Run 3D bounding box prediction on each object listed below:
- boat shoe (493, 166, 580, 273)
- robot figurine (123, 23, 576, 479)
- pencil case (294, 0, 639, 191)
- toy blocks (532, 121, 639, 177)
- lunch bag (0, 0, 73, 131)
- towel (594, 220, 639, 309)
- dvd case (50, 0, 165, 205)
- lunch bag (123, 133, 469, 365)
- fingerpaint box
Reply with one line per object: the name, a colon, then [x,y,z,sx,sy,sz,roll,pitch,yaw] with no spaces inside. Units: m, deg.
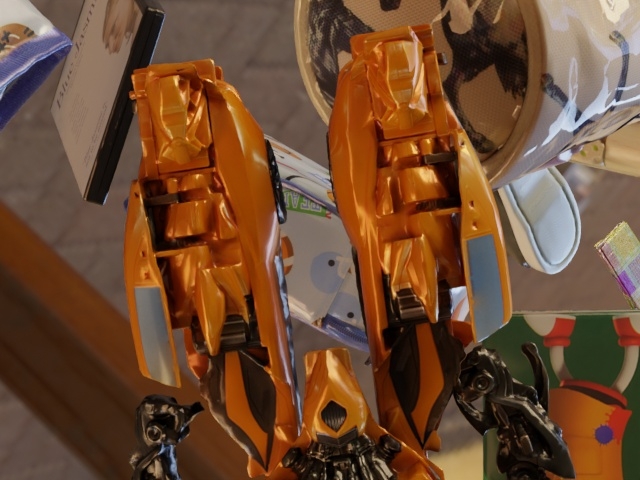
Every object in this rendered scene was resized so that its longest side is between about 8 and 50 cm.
boat shoe: [0.179,-0.094,1.956,0.114,0.091,0.302,-40,126,-34]
robot figurine: [0.002,0.055,0.881,0.211,0.291,0.085,-9,178,4]
pencil case: [0.163,-0.159,1.101,0.410,0.183,0.160,-26,172,-44]
toy blocks: [0.278,-0.164,1.394,0.309,0.260,0.288,5,99,-63]
lunch bag: [-0.411,-0.082,1.202,0.385,0.328,0.239,-44,178,34]
towel: [0.317,0.026,1.964,0.009,0.083,0.060,-23,-165,49]
dvd case: [-0.195,-0.158,1.718,0.022,0.253,0.180,13,108,-20]
lunch bag: [0.000,0.000,1.655,0.115,0.303,0.243,-64,161,10]
fingerpaint box: [0.223,0.250,1.444,0.445,0.163,0.371,23,67,-76]
